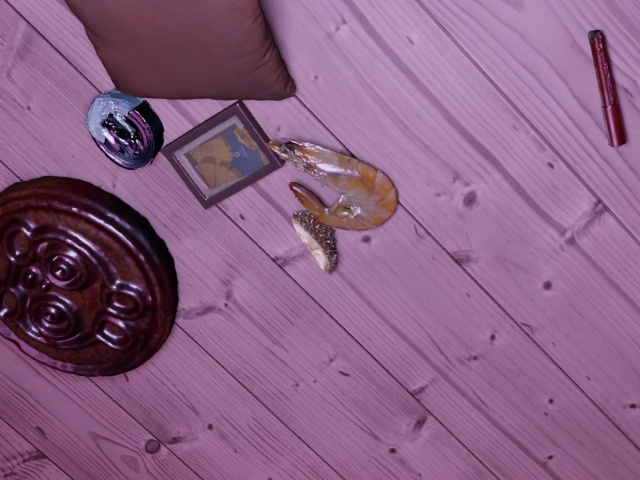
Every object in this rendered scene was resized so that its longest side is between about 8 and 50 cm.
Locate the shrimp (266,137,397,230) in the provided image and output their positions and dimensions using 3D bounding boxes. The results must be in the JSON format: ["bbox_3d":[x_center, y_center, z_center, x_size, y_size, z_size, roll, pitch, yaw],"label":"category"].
[{"bbox_3d":[0.011,-0.090,1.650,0.236,0.053,0.133,25,132,-10],"label":"shrimp"}]

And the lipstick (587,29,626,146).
[{"bbox_3d":[0.415,-0.220,1.482,0.027,0.027,0.177,-9,115,20],"label":"lipstick"}]

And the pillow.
[{"bbox_3d":[-0.213,-0.309,1.501,0.307,0.108,0.305,4,153,14],"label":"pillow"}]

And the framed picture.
[{"bbox_3d":[-0.161,-0.138,1.683,0.168,0.023,0.128,-27,110,26],"label":"framed picture"}]

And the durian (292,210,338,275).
[{"bbox_3d":[-0.005,0.006,1.709,0.066,0.052,0.130,-21,113,27],"label":"durian"}]

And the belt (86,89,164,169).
[{"bbox_3d":[-0.320,-0.182,1.679,0.105,0.058,0.140,-37,104,26],"label":"belt"}]

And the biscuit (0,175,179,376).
[{"bbox_3d":[-0.453,0.080,1.850,0.407,0.091,0.408,6,120,11],"label":"biscuit"}]
